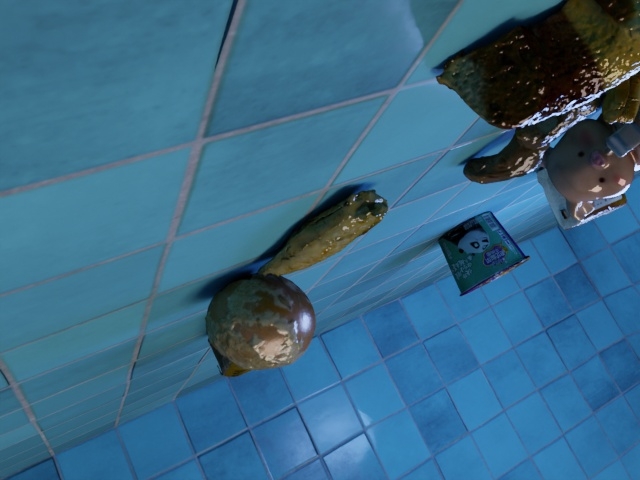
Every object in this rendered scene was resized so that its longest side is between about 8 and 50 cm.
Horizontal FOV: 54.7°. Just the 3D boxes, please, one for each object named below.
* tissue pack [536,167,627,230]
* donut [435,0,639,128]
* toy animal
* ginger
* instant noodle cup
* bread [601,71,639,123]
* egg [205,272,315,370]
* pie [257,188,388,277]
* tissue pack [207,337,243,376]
[{"bbox_3d":[0.709,-0.143,1.678,0.226,0.183,0.092,-19,169,-31],"label":"tissue pack"},{"bbox_3d":[0.294,-0.215,0.730,0.295,0.112,0.151,-29,165,14],"label":"donut"},{"bbox_3d":[0.601,-0.184,1.263,0.256,0.195,0.213,-30,173,-2],"label":"toy animal"},{"bbox_3d":[0.377,-0.175,1.110,0.122,0.084,0.290,-25,170,-40],"label":"ginger"},{"bbox_3d":[0.502,0.035,1.952,0.251,0.190,0.251,-26,167,-7],"label":"instant noodle cup"},{"bbox_3d":[0.493,-0.250,0.993,0.074,0.053,0.132,-26,131,-57],"label":"bread"},{"bbox_3d":[-0.110,0.155,1.198,0.233,0.195,0.195,1,151,-43],"label":"egg"},{"bbox_3d":[0.000,0.000,1.088,0.128,0.068,0.282,-13,165,-45],"label":"pie"},{"bbox_3d":[-0.162,0.229,1.505,0.192,0.134,0.271,-23,167,-20],"label":"tissue pack"}]
